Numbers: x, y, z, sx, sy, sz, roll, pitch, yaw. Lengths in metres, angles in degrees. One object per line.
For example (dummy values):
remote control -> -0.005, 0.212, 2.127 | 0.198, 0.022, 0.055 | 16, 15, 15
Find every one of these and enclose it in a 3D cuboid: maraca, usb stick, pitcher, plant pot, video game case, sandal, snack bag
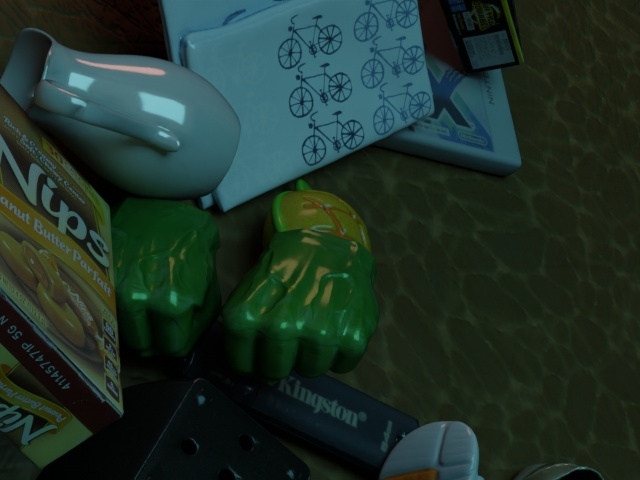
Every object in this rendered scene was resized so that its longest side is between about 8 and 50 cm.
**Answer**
maraca -> 0.000, 0.000, 1.636 | 0.127, 0.099, 0.186 | 53, 18, -10
usb stick -> -0.020, 0.150, 1.558 | 0.278, 0.045, 0.077 | 28, 48, -24
pitcher -> -0.173, -0.106, 1.481 | 0.207, 0.125, 0.178 | 22, 9, -25
plant pot -> -0.120, 0.220, 1.346 | 0.187, 0.167, 0.188 | 41, 46, -11
video game case -> 0.073, -0.236, 1.881 | 0.329, 0.036, 0.300 | 11, 58, -34
sandal -> 0.101, 0.301, 1.536 | 0.076, 0.102, 0.265 | 33, 61, -51
snack bag -> -0.025, -0.237, 1.657 | 0.323, 0.037, 0.343 | -25, 113, -36

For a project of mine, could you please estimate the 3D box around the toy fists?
toy fists -> -0.087, 0.052, 1.460 | 0.279, 0.096, 0.142 | 13, 34, 7

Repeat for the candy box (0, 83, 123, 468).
candy box -> -0.246, 0.010, 1.302 | 0.183, 0.087, 0.316 | 51, 12, -29

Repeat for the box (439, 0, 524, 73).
box -> 0.153, -0.391, 1.866 | 0.257, 0.079, 0.322 | 57, 24, -57

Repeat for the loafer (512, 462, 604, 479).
loafer -> 0.198, 0.299, 1.612 | 0.102, 0.092, 0.268 | 46, 45, -7
